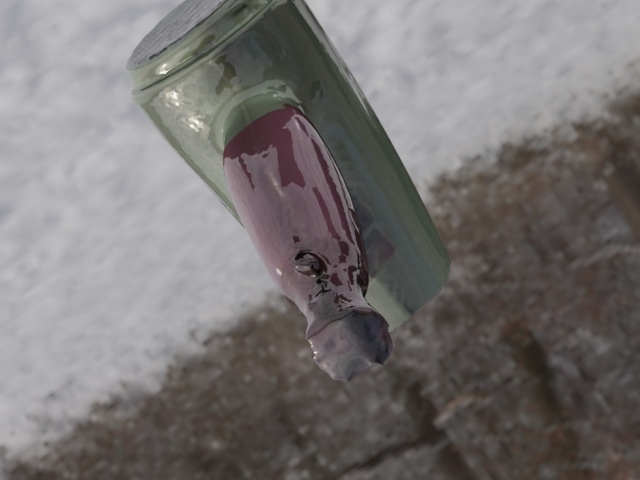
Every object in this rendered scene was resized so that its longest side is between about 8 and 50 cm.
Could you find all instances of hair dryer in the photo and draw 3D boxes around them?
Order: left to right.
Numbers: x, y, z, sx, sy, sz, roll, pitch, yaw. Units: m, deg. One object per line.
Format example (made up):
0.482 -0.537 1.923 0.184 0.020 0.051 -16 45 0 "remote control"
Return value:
-0.004 -0.004 0.426 0.054 0.106 0.154 -33 -162 10 "hair dryer"
